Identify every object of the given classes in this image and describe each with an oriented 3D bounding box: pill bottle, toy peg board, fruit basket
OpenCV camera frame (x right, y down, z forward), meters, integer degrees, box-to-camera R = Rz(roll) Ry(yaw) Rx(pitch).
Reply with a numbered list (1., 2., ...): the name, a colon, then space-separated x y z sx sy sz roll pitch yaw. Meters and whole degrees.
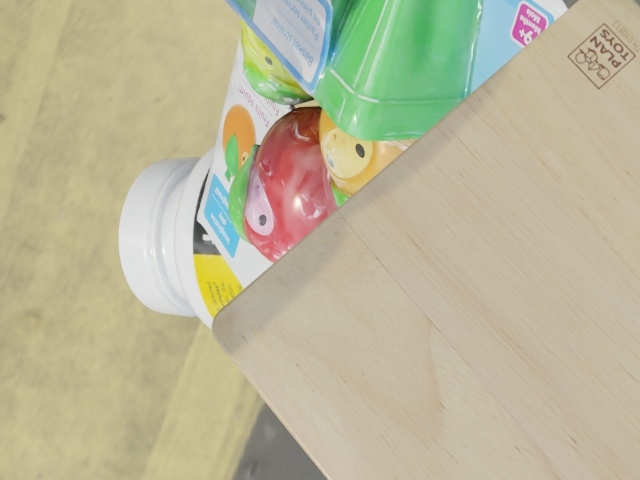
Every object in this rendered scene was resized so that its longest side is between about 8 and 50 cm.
1. pill bottle: 0.000 0.000 1.434 0.334 0.188 0.188 1 117 34
2. toy peg board: 0.083 0.038 0.522 0.160 0.079 0.161 -41 76 3
3. fruit basket: 0.007 -0.071 1.095 0.165 0.327 0.353 0 125 -33
